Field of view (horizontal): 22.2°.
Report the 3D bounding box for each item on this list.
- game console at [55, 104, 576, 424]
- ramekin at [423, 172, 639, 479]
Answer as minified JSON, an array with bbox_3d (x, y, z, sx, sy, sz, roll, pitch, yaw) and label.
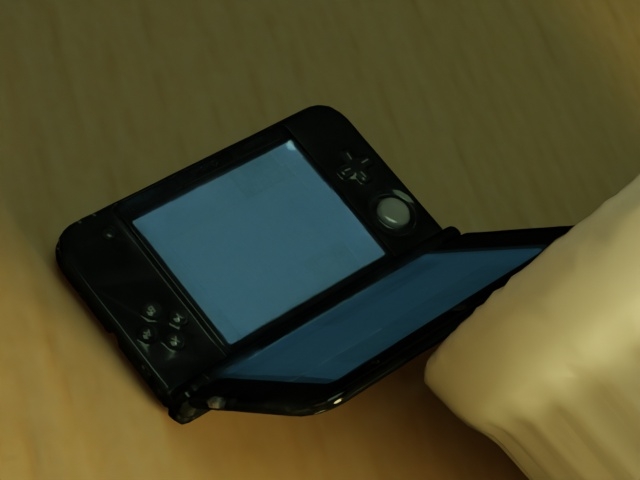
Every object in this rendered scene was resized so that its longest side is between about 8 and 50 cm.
[{"bbox_3d":[0.000,0.000,0.498,0.122,0.071,0.107,-29,71,-35],"label":"game console"},{"bbox_3d":[0.176,0.008,0.443,0.277,0.277,0.135,-29,79,-34],"label":"ramekin"}]
